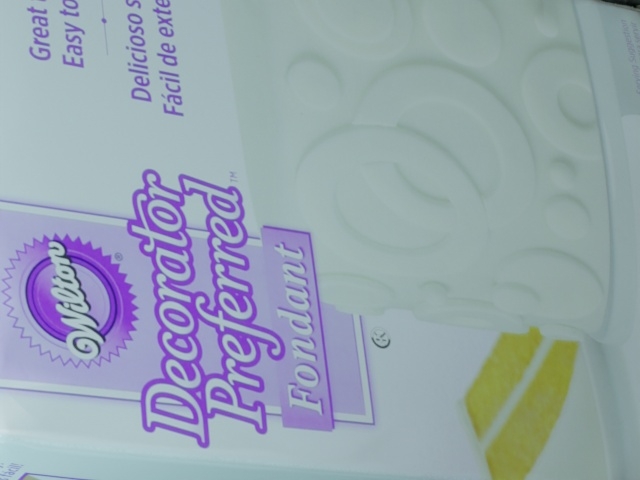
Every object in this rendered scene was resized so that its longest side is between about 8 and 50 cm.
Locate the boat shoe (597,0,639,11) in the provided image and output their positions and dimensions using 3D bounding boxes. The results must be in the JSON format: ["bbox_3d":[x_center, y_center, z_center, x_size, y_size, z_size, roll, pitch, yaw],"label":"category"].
[{"bbox_3d":[0.121,-0.156,0.951,0.319,0.099,0.116,19,54,-24],"label":"boat shoe"}]

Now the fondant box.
[{"bbox_3d":[0.000,0.000,0.778,0.330,0.096,0.238,8,60,-29],"label":"fondant box"}]
